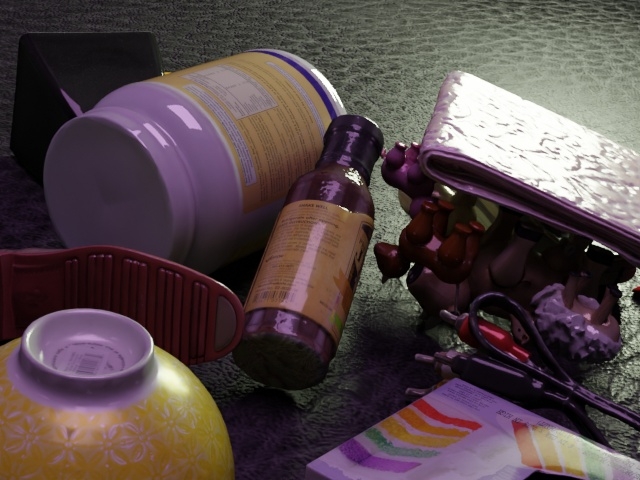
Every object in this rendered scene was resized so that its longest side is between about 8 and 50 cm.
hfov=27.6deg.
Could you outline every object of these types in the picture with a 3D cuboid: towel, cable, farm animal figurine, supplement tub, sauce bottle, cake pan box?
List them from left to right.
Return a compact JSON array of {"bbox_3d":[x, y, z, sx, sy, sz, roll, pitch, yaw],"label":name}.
[{"bbox_3d":[-0.141,-0.088,1.563,0.241,0.241,0.331,25,30,29],"label":"supplement tub"},{"bbox_3d":[0.000,0.000,1.442,0.111,0.111,0.344,13,54,8],"label":"sauce bottle"},{"bbox_3d":[0.191,0.027,1.547,0.326,0.172,0.330,24,23,0],"label":"farm animal figurine"},{"bbox_3d":[0.158,0.240,1.193,0.267,0.070,0.245,24,32,36],"label":"cake pan box"},{"bbox_3d":[0.278,-0.089,1.590,0.317,0.053,0.332,25,24,0],"label":"towel"},{"bbox_3d":[0.238,0.152,1.357,0.287,0.139,0.072,22,-8,12],"label":"cable"}]

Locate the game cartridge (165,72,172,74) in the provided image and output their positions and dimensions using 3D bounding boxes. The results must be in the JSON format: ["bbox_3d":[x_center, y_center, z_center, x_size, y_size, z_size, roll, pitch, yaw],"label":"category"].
[{"bbox_3d":[-0.141,-0.181,1.959,0.285,0.053,0.324,-3,30,-23],"label":"game cartridge"}]

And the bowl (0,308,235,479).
[{"bbox_3d":[-0.213,0.155,1.159,0.289,0.156,0.289,7,27,-4],"label":"bowl"}]

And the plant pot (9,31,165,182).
[{"bbox_3d":[-0.296,-0.154,1.730,0.187,0.188,0.167,-5,40,-26],"label":"plant pot"}]

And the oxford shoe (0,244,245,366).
[{"bbox_3d":[-0.240,0.057,1.361,0.348,0.123,0.130,9,5,9],"label":"oxford shoe"}]

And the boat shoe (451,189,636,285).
[{"bbox_3d":[0.284,-0.057,1.758,0.132,0.130,0.355,-13,34,-36],"label":"boat shoe"}]

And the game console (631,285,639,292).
[{"bbox_3d":[0.501,0.082,1.685,0.144,0.085,0.124,-13,65,-36],"label":"game console"}]
